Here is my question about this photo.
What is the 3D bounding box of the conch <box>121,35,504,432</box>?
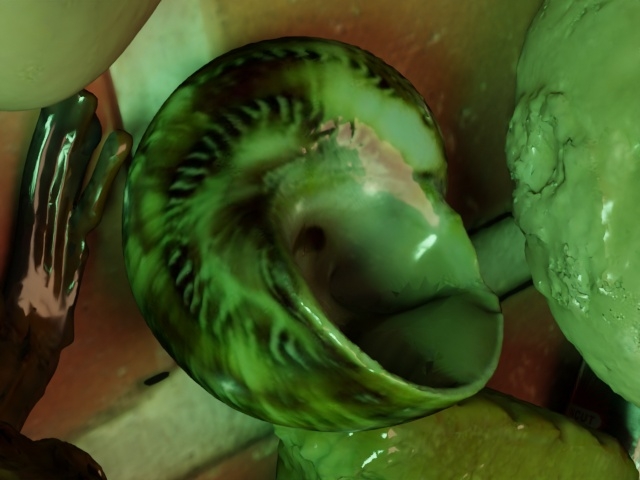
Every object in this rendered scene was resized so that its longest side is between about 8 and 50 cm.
[{"bbox_3d":[-0.001,0.001,0.648,0.187,0.124,0.181,41,46,5],"label":"conch"}]

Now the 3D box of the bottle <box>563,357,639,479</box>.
[{"bbox_3d":[0.178,0.143,0.879,0.082,0.082,0.286,20,89,-41],"label":"bottle"}]

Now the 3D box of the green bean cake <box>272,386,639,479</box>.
[{"bbox_3d":[0.036,0.183,0.746,0.233,0.124,0.236,18,90,-42],"label":"green bean cake"}]

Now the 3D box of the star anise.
[{"bbox_3d":[-0.145,0.066,0.525,0.148,0.237,0.346,51,36,-35],"label":"star anise"}]

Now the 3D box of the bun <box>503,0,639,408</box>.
[{"bbox_3d":[0.275,-0.059,0.746,0.326,0.234,0.362,43,71,1],"label":"bun"}]

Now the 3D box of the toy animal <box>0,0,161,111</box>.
[{"bbox_3d":[-0.095,-0.147,0.545,0.248,0.149,0.165,-40,137,-14],"label":"toy animal"}]
